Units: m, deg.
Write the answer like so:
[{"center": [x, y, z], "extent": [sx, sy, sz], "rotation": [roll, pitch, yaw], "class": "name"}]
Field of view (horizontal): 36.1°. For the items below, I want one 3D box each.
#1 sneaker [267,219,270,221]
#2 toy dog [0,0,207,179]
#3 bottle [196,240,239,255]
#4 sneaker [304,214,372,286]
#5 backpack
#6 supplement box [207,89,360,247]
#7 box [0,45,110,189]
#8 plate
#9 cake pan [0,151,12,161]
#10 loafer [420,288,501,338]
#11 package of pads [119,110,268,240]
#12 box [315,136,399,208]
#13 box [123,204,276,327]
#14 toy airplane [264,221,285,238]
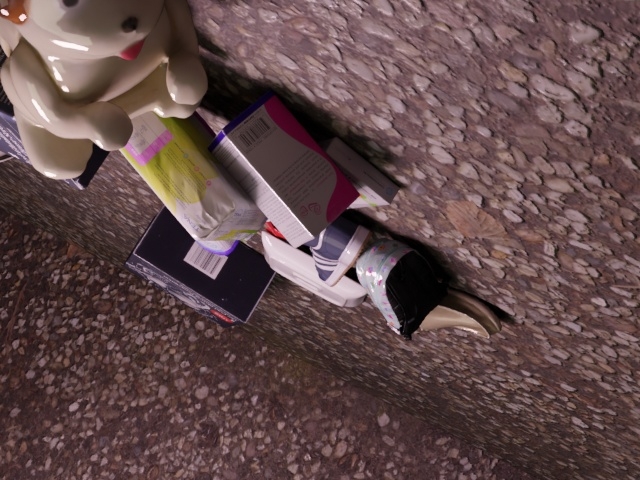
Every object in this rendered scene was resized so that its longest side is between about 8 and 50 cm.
[{"center": [-0.188, -0.119, 1.936], "extent": [0.226, 0.086, 0.163], "rotation": [24, 166, 26], "class": "sneaker"}, {"center": [-0.303, -0.310, 1.298], "extent": [0.396, 0.284, 0.408], "rotation": [68, 164, 2], "class": "toy dog"}, {"center": [-0.277, -0.063, 2.266], "extent": [0.118, 0.092, 0.283], "rotation": [24, 164, 24], "class": "bottle"}, {"center": [0.000, 0.000, 1.944], "extent": [0.153, 0.099, 0.282], "rotation": [30, 162, -2], "class": "sneaker"}, {"center": [0.149, 0.081, 1.859], "extent": [0.115, 0.152, 0.182], "rotation": [23, 158, 40], "class": "backpack"}, {"center": [-0.059, -0.110, 1.563], "extent": [0.220, 0.111, 0.114], "rotation": [49, 159, -4], "class": "supplement box"}, {"center": [-0.599, -0.310, 1.852], "extent": [0.395, 0.212, 0.293], "rotation": [25, 165, 20], "class": "box"}, {"center": [-0.022, 0.082, 2.305], "extent": [0.277, 0.045, 0.278], "rotation": [28, 171, 3], "class": "plate"}, {"center": [-0.817, -0.283, 2.288], "extent": [0.293, 0.293, 0.054], "rotation": [27, 131, 12], "class": "cake pan"}, {"center": [0.234, 0.142, 1.972], "extent": [0.268, 0.092, 0.102], "rotation": [22, 163, 26], "class": "loafer"}, {"center": [-0.223, -0.132, 1.641], "extent": [0.296, 0.101, 0.229], "rotation": [49, -168, 9], "class": "package of pads"}, {"center": [0.028, -0.110, 1.655], "extent": [0.145, 0.038, 0.186], "rotation": [37, 162, -22], "class": "box"}, {"center": [-0.327, 0.071, 2.627], "extent": [0.343, 0.179, 0.312], "rotation": [33, 166, -9], "class": "box"}, {"center": [-0.118, -0.048, 2.143], "extent": [0.151, 0.028, 0.151], "rotation": [30, 166, 8], "class": "toy airplane"}]
